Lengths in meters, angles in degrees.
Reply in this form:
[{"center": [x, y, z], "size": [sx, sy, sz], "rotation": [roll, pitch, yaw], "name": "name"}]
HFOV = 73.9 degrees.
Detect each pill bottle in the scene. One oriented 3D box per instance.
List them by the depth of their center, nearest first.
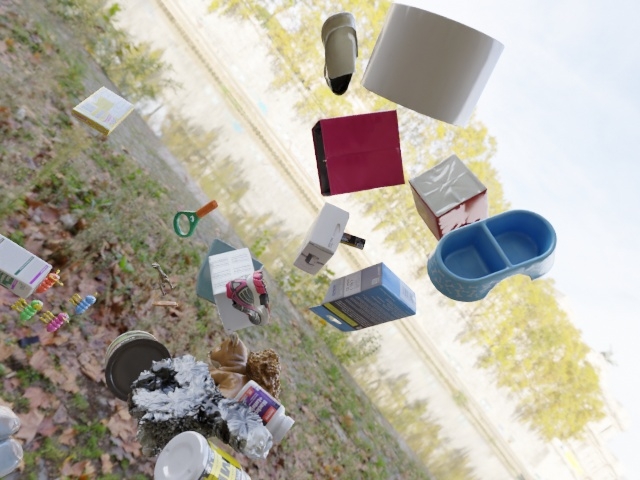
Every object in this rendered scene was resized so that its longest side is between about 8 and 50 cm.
[{"center": [-0.237, 0.501, 0.895], "size": [0.209, 0.119, 0.119], "rotation": [59, -1, -38], "name": "pill bottle"}, {"center": [-0.183, 0.551, 1.364], "size": [0.193, 0.108, 0.108], "rotation": [36, 1, 10], "name": "pill bottle"}]

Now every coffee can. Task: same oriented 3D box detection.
[{"center": [-0.635, 0.427, 1.473], "size": [0.202, 0.201, 0.275], "rotation": [52, -25, -13], "name": "coffee can"}]

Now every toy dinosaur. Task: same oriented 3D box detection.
[{"center": [-0.540, 0.140, 1.459], "size": [0.093, 0.053, 0.183], "rotation": [52, -33, 22], "name": "toy dinosaur"}]

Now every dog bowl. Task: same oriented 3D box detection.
[{"center": [0.388, 0.026, 0.957], "size": [0.074, 0.297, 0.166], "rotation": [73, -4, -58], "name": "dog bowl"}]

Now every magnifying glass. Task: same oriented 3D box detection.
[{"center": [-0.423, -0.079, 1.435], "size": [0.026, 0.230, 0.092], "rotation": [-15, 81, -53], "name": "magnifying glass"}]

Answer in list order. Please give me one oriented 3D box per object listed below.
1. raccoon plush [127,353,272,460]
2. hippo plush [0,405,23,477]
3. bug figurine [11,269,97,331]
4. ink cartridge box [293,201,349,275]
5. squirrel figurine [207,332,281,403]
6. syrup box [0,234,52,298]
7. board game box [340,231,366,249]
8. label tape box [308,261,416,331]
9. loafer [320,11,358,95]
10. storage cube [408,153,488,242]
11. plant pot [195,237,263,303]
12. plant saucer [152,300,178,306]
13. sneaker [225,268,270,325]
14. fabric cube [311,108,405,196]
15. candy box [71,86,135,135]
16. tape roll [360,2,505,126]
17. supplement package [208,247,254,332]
[{"center": [-0.343, 0.521, 1.122], "size": [0.446, 0.216, 0.299], "rotation": [30, -51, 31], "name": "raccoon plush"}, {"center": [-0.820, 0.480, 0.923], "size": [0.234, 0.236, 0.295], "rotation": [20, 59, -54], "name": "hippo plush"}, {"center": [-1.007, 0.242, 1.625], "size": [0.072, 0.216, 0.279], "rotation": [31, -17, 34], "name": "bug figurine"}, {"center": [0.000, 0.000, 1.359], "size": [0.092, 0.159, 0.218], "rotation": [26, -27, -7], "name": "ink cartridge box"}, {"center": [-0.343, 0.600, 1.874], "size": [0.371, 0.396, 0.281], "rotation": [-91, 165, -44], "name": "squirrel figurine"}, {"center": [-0.951, 0.063, 1.273], "size": [0.237, 0.093, 0.096], "rotation": [40, 40, -19], "name": "syrup box"}, {"center": [0.075, -0.012, 1.654], "size": [0.170, 0.048, 0.141], "rotation": [18, 0, -14], "name": "board game box"}, {"center": [0.163, 0.236, 1.670], "size": [0.249, 0.347, 0.115], "rotation": [40, 43, -34], "name": "label tape box"}, {"center": [0.059, -0.499, 1.162], "size": [0.268, 0.101, 0.092], "rotation": [82, -10, -73], "name": "loafer"}, {"center": [0.429, -0.132, 1.419], "size": [0.215, 0.183, 0.193], "rotation": [63, 5, 36], "name": "storage cube"}, {"center": [-0.444, 0.170, 1.942], "size": [0.247, 0.252, 0.248], "rotation": [31, -17, -12], "name": "plant pot"}, {"center": [-0.516, 0.210, 1.414], "size": [0.083, 0.083, 0.013], "rotation": [26, 66, -81], "name": "plant saucer"}, {"center": [-0.217, 0.178, 1.294], "size": [0.299, 0.111, 0.121], "rotation": [95, -19, -58], "name": "sneaker"}, {"center": [0.123, -0.299, 1.493], "size": [0.254, 0.258, 0.259], "rotation": [-142, -137, -79], "name": "fabric cube"}, {"center": [-0.638, -0.387, 1.260], "size": [0.105, 0.027, 0.206], "rotation": [33, 29, -22], "name": "candy box"}, {"center": [0.228, -0.362, 0.885], "size": [0.246, 0.169, 0.246], "rotation": [18, 25, -9], "name": "tape roll"}, {"center": [-0.296, 0.174, 1.509], "size": [0.203, 0.149, 0.194], "rotation": [-116, -164, -50], "name": "supplement package"}]
